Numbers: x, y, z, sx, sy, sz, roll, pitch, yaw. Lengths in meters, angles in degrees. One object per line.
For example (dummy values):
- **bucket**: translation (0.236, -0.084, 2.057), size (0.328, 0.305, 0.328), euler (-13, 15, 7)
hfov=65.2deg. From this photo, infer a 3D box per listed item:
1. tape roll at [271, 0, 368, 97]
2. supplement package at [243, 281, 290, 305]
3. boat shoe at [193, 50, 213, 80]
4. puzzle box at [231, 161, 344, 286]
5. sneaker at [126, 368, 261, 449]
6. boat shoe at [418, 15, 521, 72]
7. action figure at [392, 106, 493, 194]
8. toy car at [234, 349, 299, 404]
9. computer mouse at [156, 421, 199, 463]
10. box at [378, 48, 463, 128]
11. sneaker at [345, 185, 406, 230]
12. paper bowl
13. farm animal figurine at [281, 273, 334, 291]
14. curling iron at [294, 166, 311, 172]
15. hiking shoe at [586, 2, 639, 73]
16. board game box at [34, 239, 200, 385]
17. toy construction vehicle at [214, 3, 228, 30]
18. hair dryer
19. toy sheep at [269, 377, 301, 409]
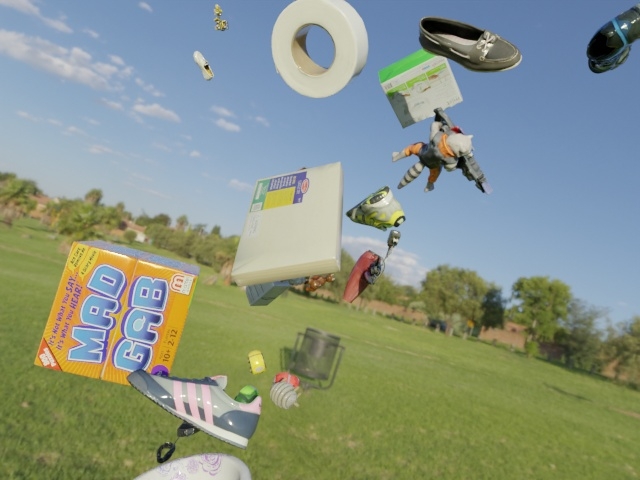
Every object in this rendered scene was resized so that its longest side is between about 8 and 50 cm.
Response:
- **tape roll**: translation (-0.004, -0.582, 1.510), size (0.286, 0.286, 0.100), euler (16, 35, 19)
- **supplement package**: translation (-0.239, 0.205, 2.225), size (0.105, 0.105, 0.179), euler (6, -38, -48)
- **boat shoe**: translation (-0.383, -0.581, 1.653), size (0.035, 0.100, 0.035), euler (-13, 15, 45)
- **puzzle box**: translation (-0.073, -0.056, 1.362), size (0.272, 0.408, 0.052), euler (-10, -49, 14)
- **sneaker**: translation (-0.287, 0.358, 1.166), size (0.319, 0.131, 0.112), euler (28, -24, 0)
- **boat shoe**: translation (0.429, -0.587, 1.486), size (0.335, 0.112, 0.095), euler (31, -8, 34)
- **action figure**: translation (0.417, -0.254, 1.713), size (0.341, 0.179, 0.330), euler (53, -25, 1)
- **toy car**: translation (-0.225, 0.520, 1.809), size (0.239, 0.225, 0.053), euler (30, -36, 24)
- **computer mouse**: translation (-0.395, 0.570, 1.436), size (0.071, 0.041, 0.242), euler (-8, 8, 17)
- **box**: translation (0.398, -0.612, 1.989), size (0.262, 0.126, 0.231), euler (-23, -51, 20)
- **sneaker**: translation (0.204, -0.095, 1.902), size (0.147, 0.145, 0.385), euler (52, -6, -4)
- **paper bowl**: translation (-0.258, 0.541, 0.943), size (0.285, 0.148, 0.284), euler (-11, 8, 1)
- **farm animal figurine**: translation (-0.022, 0.045, 2.148), size (0.172, 0.330, 0.327), euler (-11, -18, 34)
- **curling iron**: translation (-0.142, -0.226, 2.039), size (0.274, 0.068, 0.035), euler (-21, -2, 29)
- **hiking shoe**: translation (0.787, -0.542, 1.383), size (0.132, 0.113, 0.304), euler (-24, -10, 7)
- **board game box**: translation (-0.604, 0.218, 1.575), size (0.357, 0.356, 0.356), euler (17, -3, -12)
- **toy construction vehicle**: translation (-0.400, -0.870, 1.973), size (0.035, 0.098, 0.086), euler (-7, 5, 16)
- **hair dryer**: translation (0.144, 0.101, 1.616), size (0.080, 0.223, 0.293), euler (33, -47, 4)
- **toy sheep**: translation (-0.115, 0.503, 1.627), size (0.132, 0.091, 0.091), euler (19, -4, 42)
